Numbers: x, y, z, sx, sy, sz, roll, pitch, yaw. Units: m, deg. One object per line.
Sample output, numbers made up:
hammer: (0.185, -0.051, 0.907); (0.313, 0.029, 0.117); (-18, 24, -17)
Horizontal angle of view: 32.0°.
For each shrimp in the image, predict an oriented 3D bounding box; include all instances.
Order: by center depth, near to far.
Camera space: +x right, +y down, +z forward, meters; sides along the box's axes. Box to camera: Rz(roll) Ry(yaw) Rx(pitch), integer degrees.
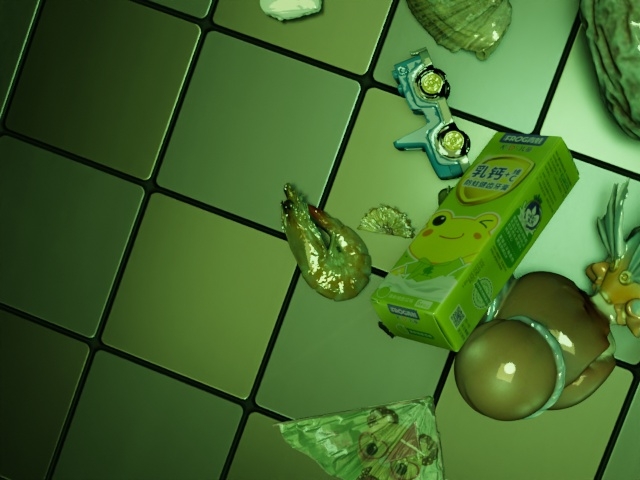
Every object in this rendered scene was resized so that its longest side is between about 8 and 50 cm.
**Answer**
shrimp: (0.000, 0.000, 1.595); (0.101, 0.042, 0.190); (-32, 86, -12)

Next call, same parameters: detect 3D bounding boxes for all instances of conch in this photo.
conch: (0.193, -0.366, 1.521); (0.178, 0.163, 0.245); (8, 113, 40)

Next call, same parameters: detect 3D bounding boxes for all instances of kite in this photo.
kite: (0.083, 0.332, 1.606); (0.323, 0.013, 0.268); (38, 96, 6)

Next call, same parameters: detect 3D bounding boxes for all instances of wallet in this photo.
wallet: (-0.047, -0.408, 1.589); (0.095, 0.033, 0.190); (-1, 91, 10)

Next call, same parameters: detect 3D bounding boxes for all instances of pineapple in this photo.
pineapple: (0.096, -0.028, 1.588); (0.083, 0.019, 0.045); (13, 97, 11)

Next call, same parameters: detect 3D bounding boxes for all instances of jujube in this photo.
jujube: (0.443, -0.274, 1.424); (0.226, 0.226, 0.317); (-15, 103, 9)

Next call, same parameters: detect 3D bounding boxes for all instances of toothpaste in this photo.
toothpaste: (0.200, -0.005, 1.426); (0.327, 0.110, 0.077); (-51, 127, -24)

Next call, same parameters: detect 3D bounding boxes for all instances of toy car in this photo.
toy car: (0.143, -0.165, 1.536); (0.100, 0.097, 0.191); (-21, 88, 9)

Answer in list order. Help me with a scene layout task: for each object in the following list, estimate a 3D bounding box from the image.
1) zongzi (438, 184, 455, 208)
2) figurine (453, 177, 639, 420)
zongzi: (0.222, -0.028, 1.555); (0.113, 0.052, 0.104); (-4, 94, -1)
figurine: (0.350, 0.079, 1.446); (0.388, 0.277, 0.248); (-37, 120, 11)
